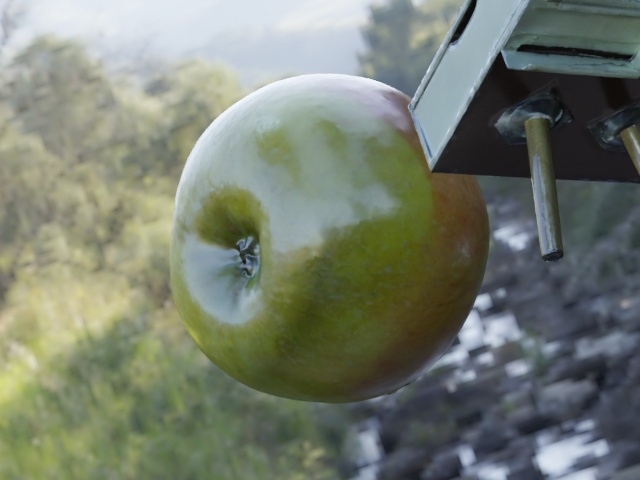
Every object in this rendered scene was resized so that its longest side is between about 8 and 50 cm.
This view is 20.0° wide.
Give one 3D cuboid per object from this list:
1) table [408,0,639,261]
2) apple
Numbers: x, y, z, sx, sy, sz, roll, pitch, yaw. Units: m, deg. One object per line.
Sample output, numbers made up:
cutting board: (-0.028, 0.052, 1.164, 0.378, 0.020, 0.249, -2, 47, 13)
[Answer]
table: (0.144, -0.091, 0.725, 0.121, 0.111, 0.240, 2, -39, -22)
apple: (0.000, 0.000, 1.314, 0.194, 0.261, 0.261, -6, -8, -39)
